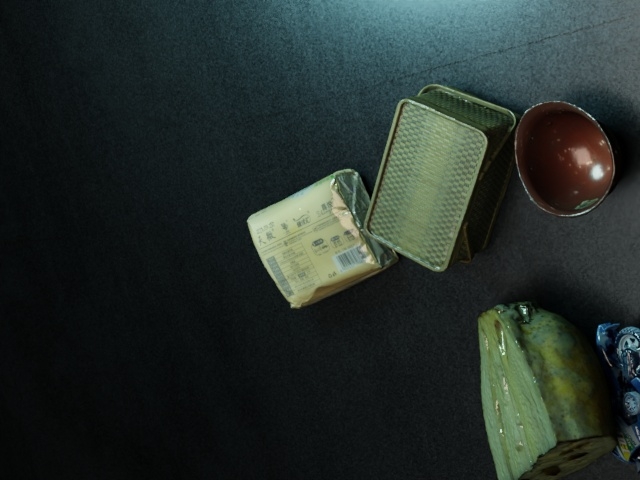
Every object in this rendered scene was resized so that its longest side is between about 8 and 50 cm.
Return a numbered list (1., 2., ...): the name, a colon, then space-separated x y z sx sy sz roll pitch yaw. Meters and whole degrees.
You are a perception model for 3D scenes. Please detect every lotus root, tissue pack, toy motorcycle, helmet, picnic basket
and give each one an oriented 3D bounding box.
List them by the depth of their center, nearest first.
1. helmet: 0.370 -0.123 1.904 0.175 0.106 0.155 48 122 20
2. toy motorcycle: 0.467 0.247 1.952 0.135 0.092 0.254 -14 86 64
3. lotus root: 0.335 0.217 1.987 0.267 0.149 0.260 111 149 -62
4. picnic basket: 0.189 -0.096 2.014 0.165 0.139 0.267 28 118 25
5. tissue pack: 0.000 0.000 2.201 0.222 0.090 0.186 -27 90 38
